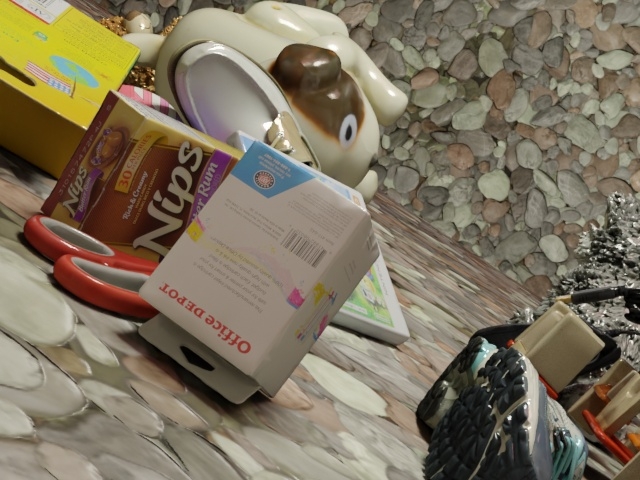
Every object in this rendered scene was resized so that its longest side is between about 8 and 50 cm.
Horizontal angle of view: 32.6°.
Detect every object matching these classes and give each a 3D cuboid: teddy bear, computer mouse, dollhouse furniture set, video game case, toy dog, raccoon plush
[{"bbox_3d":[-0.223,-0.277,1.802,0.338,0.113,0.245,38,45,-5],"label":"teddy bear"},{"bbox_3d":[0.285,0.120,1.281,0.262,0.060,0.184,-6,-31,26],"label":"computer mouse"},{"bbox_3d":[0.294,0.200,1.131,0.259,0.135,0.262,44,7,-2],"label":"dollhouse furniture set"},{"bbox_3d":[0.000,0.000,1.120,0.212,0.023,0.193,24,40,-48],"label":"video game case"},{"bbox_3d":[-0.062,-0.195,1.505,0.395,0.285,0.408,28,11,-29],"label":"toy dog"},{"bbox_3d":[0.439,0.107,1.507,0.216,0.299,0.446,31,8,-11],"label":"raccoon plush"}]

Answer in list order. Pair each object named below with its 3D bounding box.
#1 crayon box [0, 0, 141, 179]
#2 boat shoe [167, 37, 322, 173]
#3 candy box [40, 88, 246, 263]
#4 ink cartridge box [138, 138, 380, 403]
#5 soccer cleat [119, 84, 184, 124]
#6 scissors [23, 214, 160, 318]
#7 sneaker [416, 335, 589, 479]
[{"bbox_3d":[-0.290,-0.168,1.014,0.202,0.081,0.318,32,16,-12],"label":"crayon box"},{"bbox_3d":[-0.058,-0.094,1.224,0.302,0.113,0.103,52,3,-31],"label":"boat shoe"},{"bbox_3d":[-0.119,-0.036,0.874,0.053,0.109,0.186,37,10,36],"label":"candy box"},{"bbox_3d":[-0.041,0.028,0.708,0.092,0.143,0.090,35,-10,17],"label":"ink cartridge box"},{"bbox_3d":[-0.182,-0.109,1.177,0.248,0.083,0.095,43,-2,33],"label":"soccer cleat"},{"bbox_3d":[-0.102,0.039,0.821,0.109,0.021,0.297,34,6,34],"label":"scissors"},{"bbox_3d":[0.155,0.148,0.823,0.122,0.110,0.283,36,8,-1],"label":"sneaker"}]
